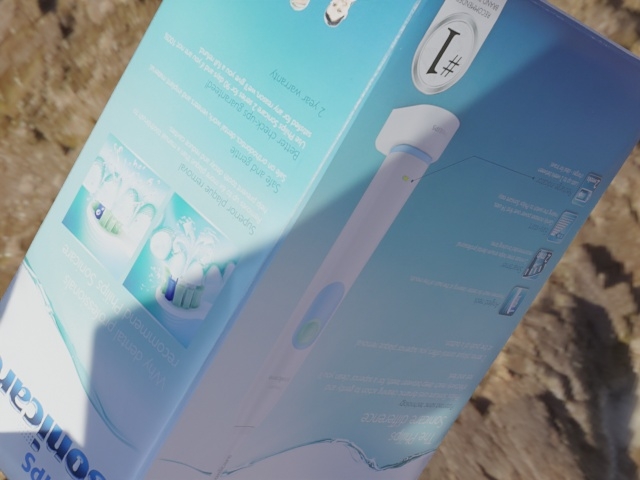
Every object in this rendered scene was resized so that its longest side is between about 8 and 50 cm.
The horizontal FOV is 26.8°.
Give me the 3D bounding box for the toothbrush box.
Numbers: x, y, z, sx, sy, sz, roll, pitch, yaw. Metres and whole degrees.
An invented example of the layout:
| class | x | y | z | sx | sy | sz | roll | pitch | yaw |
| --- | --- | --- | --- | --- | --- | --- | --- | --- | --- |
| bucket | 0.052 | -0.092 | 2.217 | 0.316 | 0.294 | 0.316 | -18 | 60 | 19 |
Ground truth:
| class | x | y | z | sx | sy | sz | roll | pitch | yaw |
| --- | --- | --- | --- | --- | --- | --- | --- | --- | --- |
| toothbrush box | 0.000 | 0.000 | 0.629 | 0.126 | 0.216 | 0.296 | 39 | 107 | 34 |
